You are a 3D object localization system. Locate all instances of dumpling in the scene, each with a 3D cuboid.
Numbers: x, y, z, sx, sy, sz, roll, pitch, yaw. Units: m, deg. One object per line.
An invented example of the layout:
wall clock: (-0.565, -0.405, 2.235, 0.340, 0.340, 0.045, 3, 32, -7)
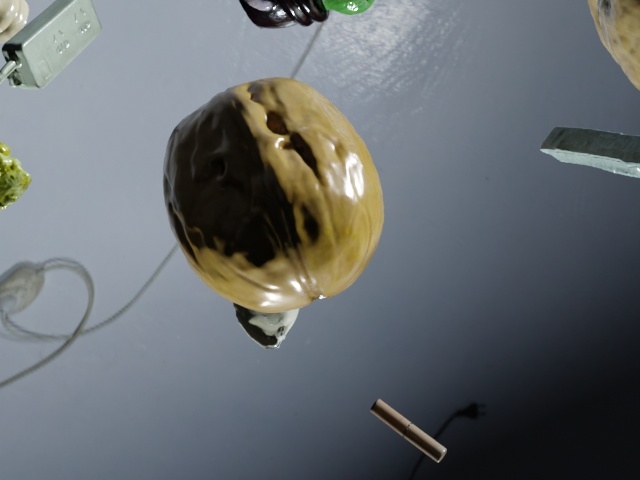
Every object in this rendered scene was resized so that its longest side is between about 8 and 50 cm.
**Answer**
dumpling: (-0.103, 0.106, 1.591, 0.136, 0.118, 0.199, 16, 85, 25)

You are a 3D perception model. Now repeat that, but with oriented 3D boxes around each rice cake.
rice cake: (0.264, -0.078, 0.733, 0.029, 0.171, 0.033, 39, 84, -30)

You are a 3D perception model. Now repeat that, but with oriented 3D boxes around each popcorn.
popcorn: (-0.304, -0.057, 0.731, 0.083, 0.068, 0.059, 23, 111, -18)

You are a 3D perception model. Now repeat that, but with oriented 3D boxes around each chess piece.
chess piece: (-0.730, -0.541, 1.632, 0.124, 0.138, 0.307, -6, 149, 25)

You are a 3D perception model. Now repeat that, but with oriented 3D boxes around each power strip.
power strip: (-0.503, -0.360, 1.509, 0.053, 0.288, 0.093, 4, 133, 19)

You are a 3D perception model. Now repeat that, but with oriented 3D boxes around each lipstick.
lipstick: (0.096, 0.208, 0.902, 0.019, 0.094, 0.019, -41, 152, -28)

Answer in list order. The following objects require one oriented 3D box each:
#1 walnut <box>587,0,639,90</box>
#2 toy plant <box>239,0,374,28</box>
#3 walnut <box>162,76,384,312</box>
walnut: (0.489, -0.326, 1.072, 0.252, 0.277, 0.312, -10, 123, 9)
toy plant: (-0.019, -0.440, 1.279, 0.235, 0.175, 0.218, -20, 110, 17)
walnut: (-0.045, -0.043, 0.763, 0.195, 0.195, 0.221, -26, 69, -3)
